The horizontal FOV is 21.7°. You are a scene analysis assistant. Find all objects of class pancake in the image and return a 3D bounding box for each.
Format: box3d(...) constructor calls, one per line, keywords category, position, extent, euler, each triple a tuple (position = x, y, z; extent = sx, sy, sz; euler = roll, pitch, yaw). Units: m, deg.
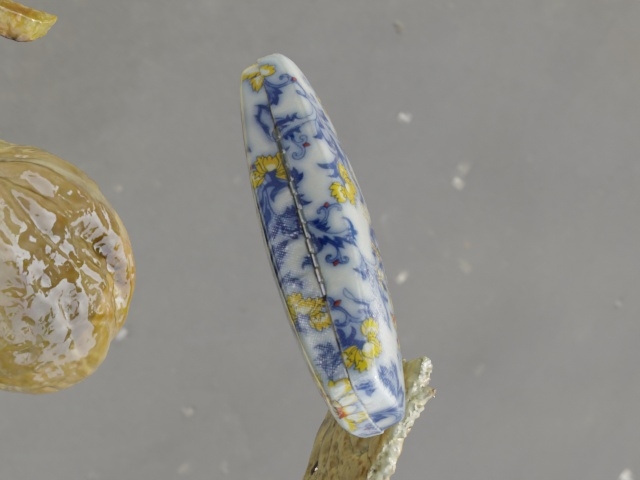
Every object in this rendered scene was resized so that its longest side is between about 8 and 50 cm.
box3d(category="pancake", position=(0.030, 0.186, 1.235), extent=(0.057, 0.266, 0.244), euler=(24, 133, -14))

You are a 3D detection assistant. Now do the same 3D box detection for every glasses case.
box3d(category="glasses case", position=(0.000, 0.000, 1.005), extent=(0.065, 0.248, 0.087), euler=(-20, 151, 5))

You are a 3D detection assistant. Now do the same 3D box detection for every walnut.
box3d(category="walnut", position=(-0.202, 0.022, 1.118), extent=(0.155, 0.155, 0.184), euler=(-38, 131, -14))

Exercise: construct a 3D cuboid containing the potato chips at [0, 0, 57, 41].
box3d(category="potato chips", position=(-0.229, -0.153, 0.857), extent=(0.204, 0.026, 0.037), euler=(31, 120, -25))
